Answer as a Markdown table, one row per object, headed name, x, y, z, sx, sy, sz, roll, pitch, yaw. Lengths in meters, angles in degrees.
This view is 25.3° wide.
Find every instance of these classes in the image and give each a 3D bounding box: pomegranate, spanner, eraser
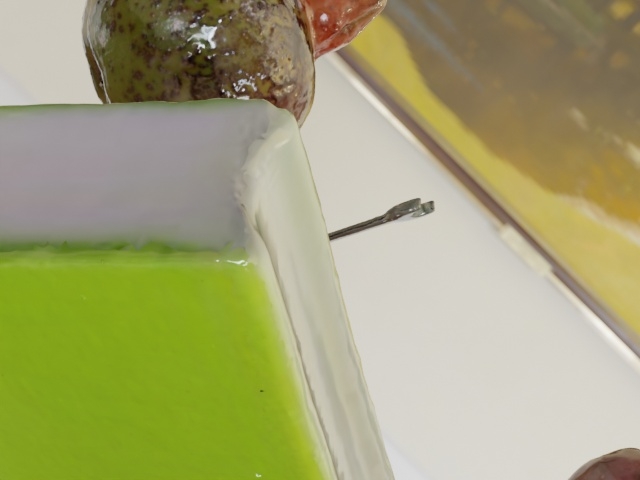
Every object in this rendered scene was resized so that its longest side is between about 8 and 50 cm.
| name | x | y | z | sx | sy | sz | roll | pitch | yaw |
| --- | --- | --- | --- | --- | --- | --- | --- | --- | --- |
| pomegranate | -0.060 | -0.162 | 1.127 | 0.214 | 0.248 | 0.214 | 164 | -90 | -81 |
| spanner | 0.000 | 0.000 | 1.525 | 0.054 | 0.254 | 0.015 | 20 | 53 | -73 |
| eraser | -0.087 | 0.066 | 0.603 | 0.274 | 0.210 | 0.092 | 76 | 18 | -49 |

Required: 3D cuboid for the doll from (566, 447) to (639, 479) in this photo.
| name | x | y | z | sx | sy | sz | roll | pitch | yaw |
| --- | --- | --- | --- | --- | --- | --- | --- | --- | --- |
| doll | 0.297 | 0.311 | 1.253 | 0.256 | 0.196 | 0.152 | 54 | 24 | 15 |
